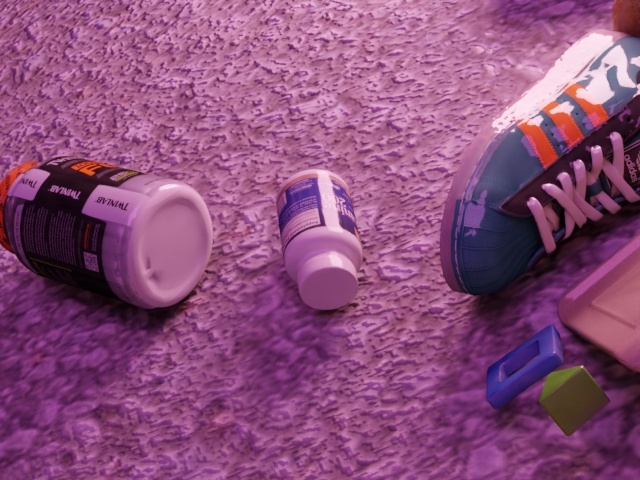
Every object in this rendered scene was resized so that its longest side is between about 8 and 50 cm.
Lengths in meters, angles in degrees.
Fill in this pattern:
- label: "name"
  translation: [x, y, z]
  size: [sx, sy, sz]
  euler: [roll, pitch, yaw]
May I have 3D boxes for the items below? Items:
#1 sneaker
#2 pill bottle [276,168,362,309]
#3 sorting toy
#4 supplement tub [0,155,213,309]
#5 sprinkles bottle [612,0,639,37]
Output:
- label: "sneaker"
  translation: [0.212, -0.066, 1.047]
  size: [0.121, 0.108, 0.302]
  euler: [15, 53, 41]
- label: "pill bottle"
  translation: [0.000, 0.000, 1.109]
  size: [0.067, 0.067, 0.120]
  euler: [-18, 42, 7]
- label: "sorting toy"
  translation: [0.268, 0.022, 0.916]
  size: [0.348, 0.047, 0.196]
  euler: [-40, 8, 2]
- label: "supplement tub"
  translation: [-0.202, -0.012, 1.179]
  size: [0.190, 0.117, 0.117]
  euler: [14, 54, 34]
- label: "sprinkles bottle"
  translation: [0.385, -0.305, 1.203]
  size: [0.121, 0.121, 0.355]
  euler: [10, 52, 33]
